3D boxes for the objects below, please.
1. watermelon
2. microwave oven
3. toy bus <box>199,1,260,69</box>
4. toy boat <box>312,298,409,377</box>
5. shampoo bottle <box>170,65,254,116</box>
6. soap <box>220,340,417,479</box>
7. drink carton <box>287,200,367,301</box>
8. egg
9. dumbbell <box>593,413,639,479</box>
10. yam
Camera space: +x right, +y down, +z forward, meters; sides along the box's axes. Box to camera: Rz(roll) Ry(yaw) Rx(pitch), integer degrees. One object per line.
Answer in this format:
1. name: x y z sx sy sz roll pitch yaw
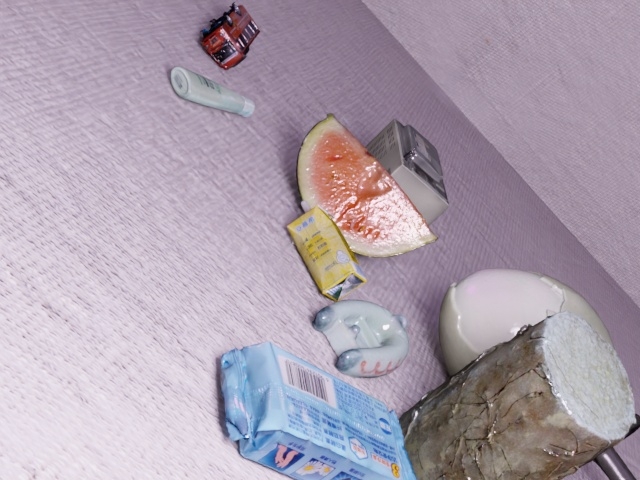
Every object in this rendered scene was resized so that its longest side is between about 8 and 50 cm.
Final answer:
1. watermelon: 0.057 -0.064 1.756 0.303 0.159 0.128 49 -7 5
2. microwave oven: 0.155 -0.113 1.922 0.145 0.194 0.240 42 21 -20
3. toy bus: -0.183 -0.422 1.952 0.096 0.073 0.235 49 21 -18
4. toy boat: 0.076 0.148 1.509 0.207 0.079 0.134 9 42 -55
5. shampoo bottle: -0.189 -0.260 1.716 0.190 0.041 0.069 14 36 -55
6. soap: -0.003 0.238 1.215 0.293 0.077 0.156 33 28 -31
7. drink carton: 0.000 0.000 1.596 0.074 0.084 0.200 31 26 -59
8. egg: 0.357 0.188 1.688 0.336 0.278 0.278 43 23 -21
9. dumbbell: 0.559 0.440 1.780 0.192 0.192 0.290 10 44 -57
10. yam: 0.272 0.273 1.375 0.241 0.348 0.241 27 37 -23
